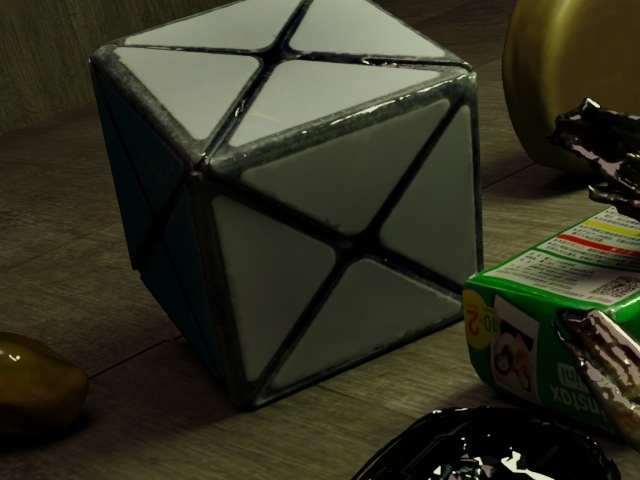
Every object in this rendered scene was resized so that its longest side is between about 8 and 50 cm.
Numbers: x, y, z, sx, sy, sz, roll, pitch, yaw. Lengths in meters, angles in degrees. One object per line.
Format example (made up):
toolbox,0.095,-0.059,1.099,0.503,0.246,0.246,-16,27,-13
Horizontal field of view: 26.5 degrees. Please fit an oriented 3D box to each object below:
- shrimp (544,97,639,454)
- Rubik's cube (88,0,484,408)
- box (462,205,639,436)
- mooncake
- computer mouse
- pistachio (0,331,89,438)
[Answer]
shrimp,0.239,0.036,0.829,0.233,0.071,0.365,-28,53,-23
Rubik's cube,-0.029,-0.051,1.170,0.254,0.259,0.260,-23,35,-20
box,0.245,0.039,0.991,0.250,0.103,0.180,-25,19,-24
mooncake,0.296,-0.177,1.451,0.234,0.235,0.117,-23,22,-21
computer mouse,0.098,0.133,0.734,0.146,0.078,0.241,8,4,25
pistachio,-0.294,0.126,1.195,0.189,0.100,0.110,-14,24,16
